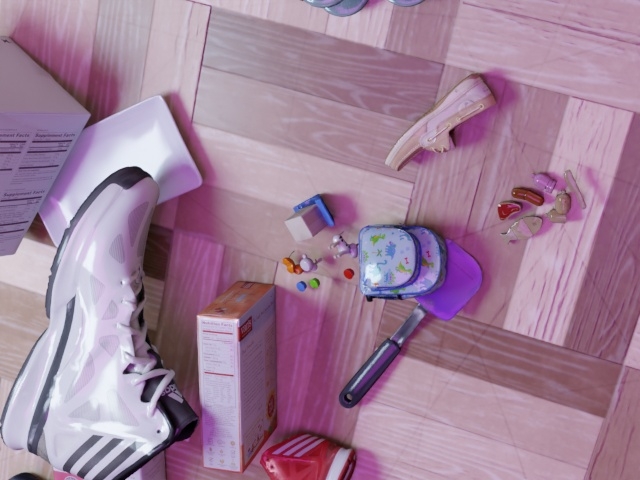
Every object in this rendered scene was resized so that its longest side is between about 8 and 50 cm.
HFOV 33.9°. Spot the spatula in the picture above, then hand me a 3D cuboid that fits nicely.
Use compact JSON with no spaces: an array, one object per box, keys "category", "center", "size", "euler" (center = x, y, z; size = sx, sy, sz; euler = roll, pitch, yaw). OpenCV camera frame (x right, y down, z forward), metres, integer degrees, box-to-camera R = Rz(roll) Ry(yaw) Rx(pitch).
[{"category":"spatula","center":[0.116,0.131,1.481],"size":[0.084,0.030,0.296],"euler":[40,113,9]}]

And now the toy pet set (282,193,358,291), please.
[{"category":"toy pet set","center":[0.000,0.000,1.470],"size":[0.122,0.065,0.114],"euler":[-15,109,49]}]

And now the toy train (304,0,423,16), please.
[{"category":"toy train","center":[0.091,-0.388,1.290],"size":[0.334,0.142,0.190],"euler":[-5,94,18]}]

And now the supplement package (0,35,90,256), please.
[{"category":"supplement package","center":[-0.504,-0.131,1.477],"size":[0.199,0.198,0.262],"euler":[42,113,19]}]

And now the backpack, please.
[{"category":"backpack","center":[0.109,0.028,1.413],"size":[0.114,0.084,0.105],"euler":[-2,83,17]}]

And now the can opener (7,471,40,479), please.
[{"category":"can opener","center":[-0.437,0.420,1.716],"size":[0.186,0.073,0.059],"euler":[5,115,2]}]

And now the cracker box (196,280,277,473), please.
[{"category":"cracker box","center":[-0.116,0.191,1.500],"size":[0.067,0.156,0.232],"euler":[5,106,16]}]

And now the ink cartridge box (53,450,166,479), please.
[{"category":"ink cartridge box","center":[-0.330,0.291,1.627],"size":[0.159,0.092,0.217],"euler":[4,104,15]}]

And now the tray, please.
[{"category":"tray","center":[-0.308,-0.100,1.542],"size":[0.270,0.030,0.145],"euler":[-22,98,21]}]

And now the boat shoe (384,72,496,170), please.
[{"category":"boat shoe","center":[0.157,-0.142,1.374],"size":[0.170,0.063,0.059],"euler":[-43,85,22]}]

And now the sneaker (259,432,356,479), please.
[{"category":"sneaker","center":[-0.047,0.386,1.543],"size":[0.128,0.221,0.087],"euler":[21,155,21]}]

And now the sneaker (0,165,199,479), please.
[{"category":"sneaker","center":[-0.253,0.137,1.468],"size":[0.257,0.169,0.447],"euler":[24,100,12]}]

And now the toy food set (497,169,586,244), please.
[{"category":"toy food set","center":[0.286,-0.049,1.388],"size":[0.122,0.019,0.078],"euler":[-22,98,29]}]
